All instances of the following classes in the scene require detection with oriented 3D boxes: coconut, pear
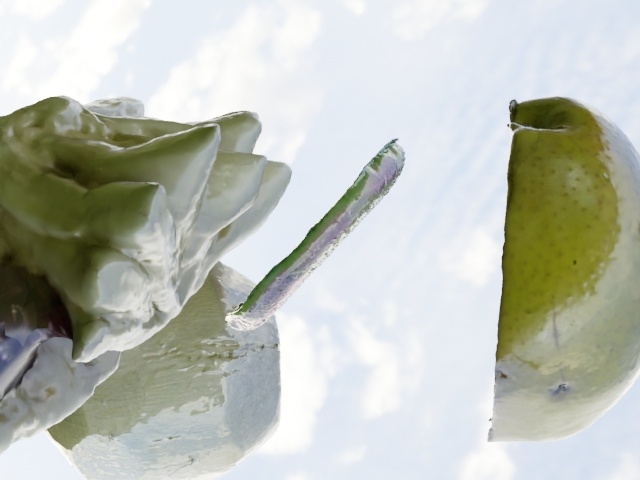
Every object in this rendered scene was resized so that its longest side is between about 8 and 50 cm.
[{"bbox_3d":[-0.243,0.176,1.794,0.346,0.360,0.346,176,-90,-78],"label":"coconut"},{"bbox_3d":[0.290,0.043,1.410,0.191,0.386,0.340,4,-152,11],"label":"pear"}]

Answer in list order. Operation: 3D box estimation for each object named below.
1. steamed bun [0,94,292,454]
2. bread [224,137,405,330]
[{"bbox_3d":[-0.148,0.005,0.827,0.428,0.189,0.247,-44,152,-62],"label":"steamed bun"},{"bbox_3d":[0.000,0.000,1.144,0.228,0.033,0.228,-46,179,-1],"label":"bread"}]
